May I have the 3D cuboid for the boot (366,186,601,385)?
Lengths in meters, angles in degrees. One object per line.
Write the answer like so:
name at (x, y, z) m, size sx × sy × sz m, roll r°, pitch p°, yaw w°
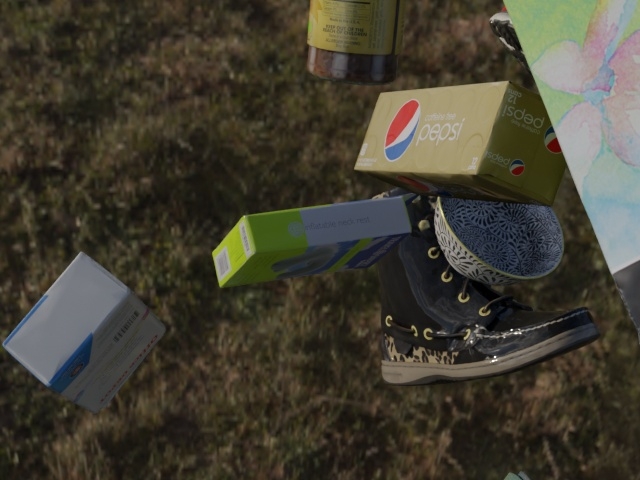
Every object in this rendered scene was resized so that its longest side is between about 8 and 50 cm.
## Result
boot at (0.200, 0.048, 1.728) m, size 0.138 × 0.377 × 0.284 m, roll -10°, pitch 86°, yaw -37°

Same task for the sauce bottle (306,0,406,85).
sauce bottle at (0.050, -0.349, 1.370) m, size 0.111 × 0.344 × 0.111 m, roll 5°, pitch 15°, yaw -1°

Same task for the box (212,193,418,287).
box at (0.000, 0.000, 1.151) m, size 0.178 × 0.109 × 0.042 m, roll -8°, pitch 74°, yaw -24°

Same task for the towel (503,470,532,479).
towel at (0.190, 0.408, 1.254) m, size 0.271 × 0.040 × 0.370 m, roll -49°, pitch 18°, yaw 0°

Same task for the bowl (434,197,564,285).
bowl at (0.197, -0.004, 1.475) m, size 0.170 × 0.080 × 0.170 m, roll 15°, pitch 49°, yaw -18°

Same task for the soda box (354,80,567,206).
soda box at (0.090, -0.062, 0.808) m, size 0.058 × 0.181 × 0.061 m, roll 21°, pitch 86°, yaw -21°

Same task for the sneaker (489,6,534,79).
sneaker at (0.251, -0.172, 0.996) m, size 0.118 × 0.107 × 0.279 m, roll -52°, pitch 30°, yaw -13°

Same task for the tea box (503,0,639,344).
tea box at (0.287, -0.043, 0.635) m, size 0.329 × 0.220 × 0.324 m, roll 17°, pitch 48°, yaw -51°

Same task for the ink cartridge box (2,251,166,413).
ink cartridge box at (-0.171, 0.072, 0.921) m, size 0.052 × 0.122 × 0.088 m, roll 36°, pitch 80°, yaw 16°
